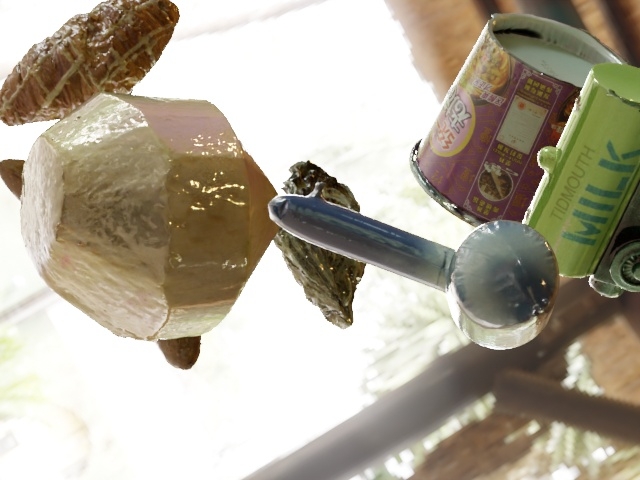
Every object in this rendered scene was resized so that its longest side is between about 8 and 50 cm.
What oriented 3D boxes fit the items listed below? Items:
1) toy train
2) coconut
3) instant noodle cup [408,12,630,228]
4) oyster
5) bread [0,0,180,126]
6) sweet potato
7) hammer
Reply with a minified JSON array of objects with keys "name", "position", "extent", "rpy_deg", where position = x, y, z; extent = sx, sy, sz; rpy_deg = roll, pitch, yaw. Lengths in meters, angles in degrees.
[{"name":"toy train","position":[0.282,-0.059,1.331],"extent":[0.105,0.157,0.253],"rpy_deg":[-81,-172,-52]},{"name":"coconut","position":[-0.160,-0.029,1.382],"extent":[0.259,0.259,0.259],"rpy_deg":[55,-13,20]},{"name":"instant noodle cup","position":[0.339,-0.186,2.214],"extent":[0.340,0.339,0.266],"rpy_deg":[50,-48,38]},{"name":"oyster","position":[0.000,0.000,1.490],"extent":[0.064,0.125,0.177],"rpy_deg":[-37,-139,50]},{"name":"bread","position":[-0.248,-0.194,1.504],"extent":[0.105,0.233,0.076],"rpy_deg":[55,-8,7]},{"name":"sweet potato","position":[-0.246,0.004,1.707],"extent":[0.341,0.114,0.092],"rpy_deg":[49,-28,-10]},{"name":"hammer","position":[0.057,0.008,0.888],"extent":[0.193,0.070,0.116],"rpy_deg":[21,-10,10]}]
